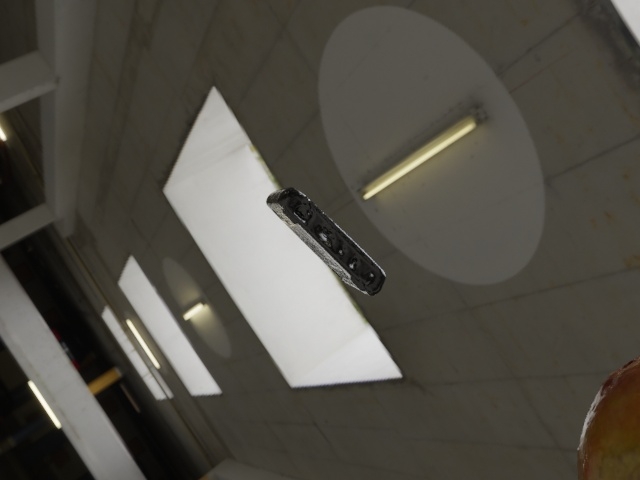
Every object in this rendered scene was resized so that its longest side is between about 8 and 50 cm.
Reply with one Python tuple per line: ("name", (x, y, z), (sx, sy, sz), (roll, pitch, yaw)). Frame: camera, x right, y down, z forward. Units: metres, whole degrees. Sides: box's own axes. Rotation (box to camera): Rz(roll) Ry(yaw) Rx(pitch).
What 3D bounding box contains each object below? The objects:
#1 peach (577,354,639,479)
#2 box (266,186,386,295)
("peach", (0.477, 0.267, 0.727), (0.289, 0.373, 0.372), (30, -9, -35))
("box", (0.000, 0.000, 0.637), (0.126, 0.027, 0.125), (44, -6, -10))
